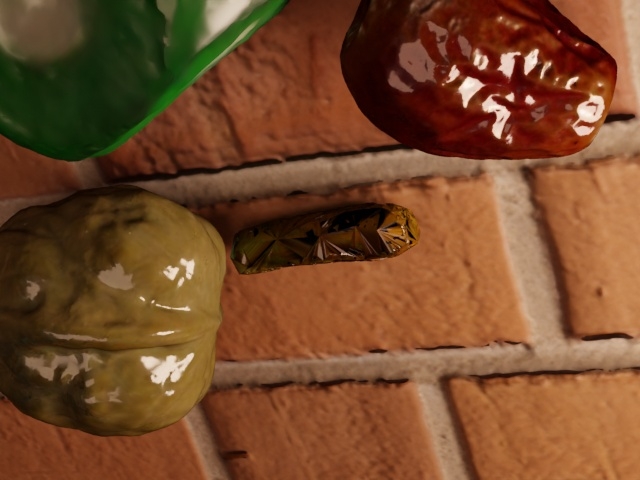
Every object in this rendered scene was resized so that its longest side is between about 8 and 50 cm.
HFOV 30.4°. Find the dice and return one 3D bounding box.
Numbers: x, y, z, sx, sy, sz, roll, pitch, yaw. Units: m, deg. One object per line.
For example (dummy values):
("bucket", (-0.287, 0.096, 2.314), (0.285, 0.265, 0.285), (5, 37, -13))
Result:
("dice", (-0.190, -0.265, 1.084), (0.287, 0.300, 0.297), (47, 127, -8))

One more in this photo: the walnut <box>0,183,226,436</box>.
("walnut", (-0.248, 0.079, 1.359), (0.276, 0.282, 0.253), (5, 162, 11))

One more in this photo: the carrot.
("carrot", (0.000, -0.001, 1.327), (0.228, 0.069, 0.069), (-8, 118, 27))

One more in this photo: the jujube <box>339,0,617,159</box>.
("jujube", (0.148, -0.163, 1.099), (0.255, 0.190, 0.190), (20, 127, -1))
